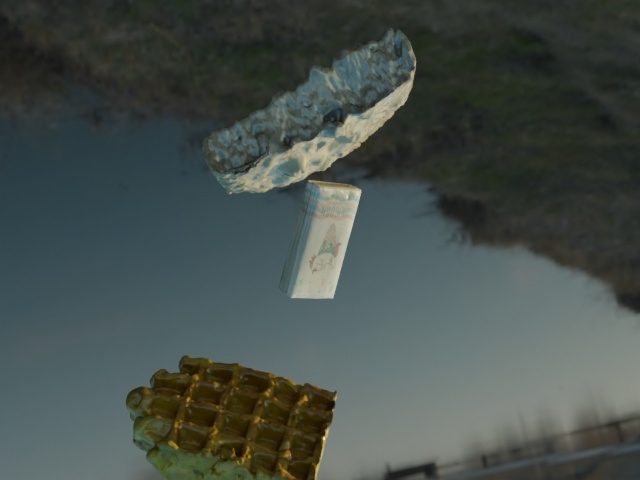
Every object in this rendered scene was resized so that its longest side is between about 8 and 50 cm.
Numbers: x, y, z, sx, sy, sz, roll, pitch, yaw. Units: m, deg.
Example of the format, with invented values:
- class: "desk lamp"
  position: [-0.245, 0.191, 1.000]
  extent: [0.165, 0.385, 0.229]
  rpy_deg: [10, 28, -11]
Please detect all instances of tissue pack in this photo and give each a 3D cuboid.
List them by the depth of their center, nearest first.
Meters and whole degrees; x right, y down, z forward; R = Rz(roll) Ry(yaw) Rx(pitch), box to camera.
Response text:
- class: "tissue pack"
  position: [0.000, 0.000, 1.339]
  extent: [0.056, 0.108, 0.023]
  rpy_deg: [2, -162, -39]

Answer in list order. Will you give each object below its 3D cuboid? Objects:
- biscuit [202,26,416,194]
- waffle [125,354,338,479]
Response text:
- class: "biscuit"
  position: [0.000, -0.139, 1.791]
  extent: [0.281, 0.084, 0.179]
  rpy_deg: [-32, 161, 0]
- class: "waffle"
  position: [-0.098, 0.194, 1.499]
  extent: [0.210, 0.160, 0.055]
  rpy_deg: [14, 124, 1]
